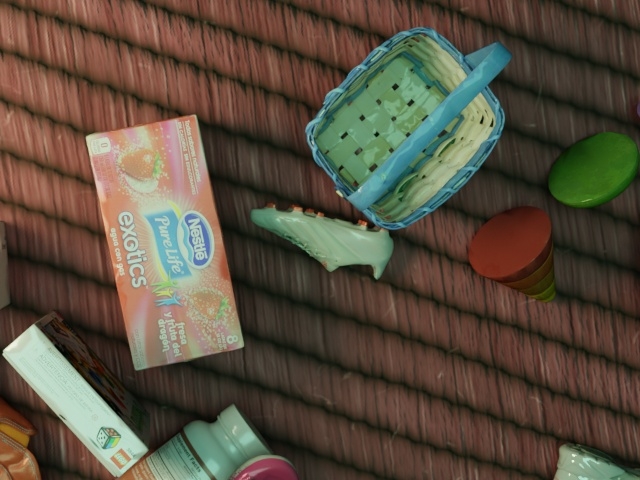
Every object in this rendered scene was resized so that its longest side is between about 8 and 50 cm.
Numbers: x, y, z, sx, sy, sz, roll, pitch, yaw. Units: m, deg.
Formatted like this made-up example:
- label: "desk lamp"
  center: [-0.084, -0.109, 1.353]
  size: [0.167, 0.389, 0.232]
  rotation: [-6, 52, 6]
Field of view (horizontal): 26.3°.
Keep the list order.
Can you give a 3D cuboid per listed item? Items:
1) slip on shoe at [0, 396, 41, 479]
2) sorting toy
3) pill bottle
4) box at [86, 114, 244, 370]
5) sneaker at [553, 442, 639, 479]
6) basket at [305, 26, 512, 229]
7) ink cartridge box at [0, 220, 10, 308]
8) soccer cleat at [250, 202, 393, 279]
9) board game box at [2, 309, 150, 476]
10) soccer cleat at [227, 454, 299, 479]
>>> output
- label: "slip on shoe"
  center: [-0.420, 0.248, 1.760]
  size: [0.101, 0.123, 0.331]
  rotation: [-25, 96, -21]
- label: "sorting toy"
  center: [0.370, -0.044, 1.836]
  size: [0.365, 0.127, 0.126]
  rotation: [-42, 124, -5]
- label: "pill bottle"
  center: [-0.170, 0.312, 1.773]
  size: [0.216, 0.121, 0.121]
  rotation: [-37, 94, -3]
- label: "box"
  center: [-0.195, 0.002, 1.748]
  size: [0.142, 0.154, 0.299]
  rotation: [-12, 91, -5]
- label: "sneaker"
  center: [0.415, 0.361, 1.849]
  size: [0.232, 0.090, 0.115]
  rotation: [21, 96, 4]
- label: "basket"
  center: [0.113, -0.143, 1.699]
  size: [0.255, 0.289, 0.201]
  rotation: [-44, 95, -1]
- label: "ink cartridge box"
  center: [-0.536, 0.046, 1.693]
  size: [0.278, 0.201, 0.117]
  rotation: [-6, 93, -5]
- label: "soccer cleat"
  center: [0.000, 0.000, 1.808]
  size: [0.196, 0.068, 0.076]
  rotation: [13, 93, -8]
- label: "board game box"
  center: [-0.289, 0.178, 1.666]
  size: [0.053, 0.305, 0.193]
  rotation: [-42, 95, -5]
- label: "soccer cleat"
  center: [-0.116, 0.402, 1.745]
  size: [0.116, 0.143, 0.331]
  rotation: [12, 106, -17]
